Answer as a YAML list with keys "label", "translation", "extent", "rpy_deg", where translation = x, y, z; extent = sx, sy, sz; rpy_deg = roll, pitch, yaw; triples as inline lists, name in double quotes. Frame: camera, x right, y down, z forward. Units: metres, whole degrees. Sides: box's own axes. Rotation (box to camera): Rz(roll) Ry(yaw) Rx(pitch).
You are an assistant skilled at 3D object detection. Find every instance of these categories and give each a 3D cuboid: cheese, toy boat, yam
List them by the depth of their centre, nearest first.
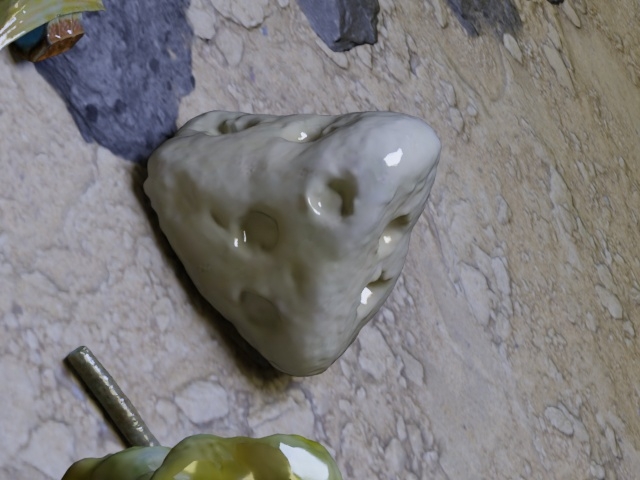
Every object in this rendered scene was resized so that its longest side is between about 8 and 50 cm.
- label: "yam"
  translation: [-0.158, 0.130, 1.179]
  extent: [0.116, 0.021, 0.021]
  rpy_deg: [55, 31, -14]
- label: "toy boat"
  translation: [-0.239, -0.181, 1.250]
  extent: [0.172, 0.065, 0.066]
  rpy_deg: [-38, 120, -58]
- label: "cheese"
  translation: [0.000, 0.001, 1.347]
  extent: [0.173, 0.251, 0.248]
  rpy_deg: [-51, 128, -57]

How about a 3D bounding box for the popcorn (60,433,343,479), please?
- label: "popcorn"
  translation: [-0.112, 0.285, 0.868]
  extent: [0.293, 0.292, 0.334]
  rpy_deg: [49, 37, -34]
